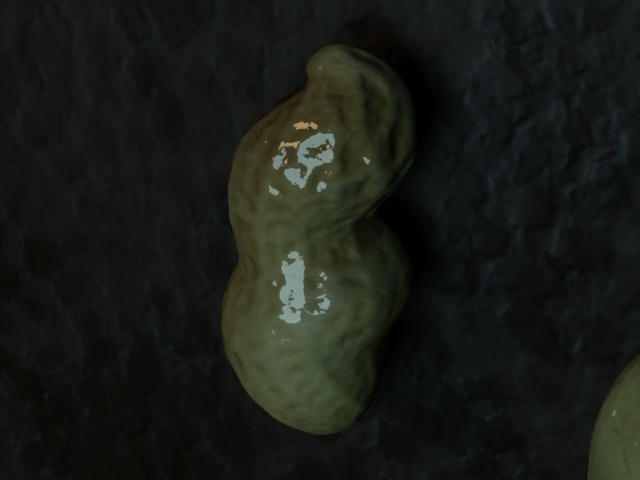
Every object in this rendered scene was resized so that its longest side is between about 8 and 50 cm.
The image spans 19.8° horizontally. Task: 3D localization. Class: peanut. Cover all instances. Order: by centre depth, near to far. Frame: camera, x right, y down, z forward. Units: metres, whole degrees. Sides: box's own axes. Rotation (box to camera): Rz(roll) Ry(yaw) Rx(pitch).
[{"bbox_3d":[0.000,0.000,0.974,0.104,0.085,0.228,11,122,14],"label":"peanut"}]

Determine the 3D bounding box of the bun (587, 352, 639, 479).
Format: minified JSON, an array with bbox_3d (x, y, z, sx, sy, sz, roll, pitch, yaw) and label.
[{"bbox_3d":[0.226,0.134,0.892,0.222,0.127,0.222,17,126,24],"label":"bun"}]
